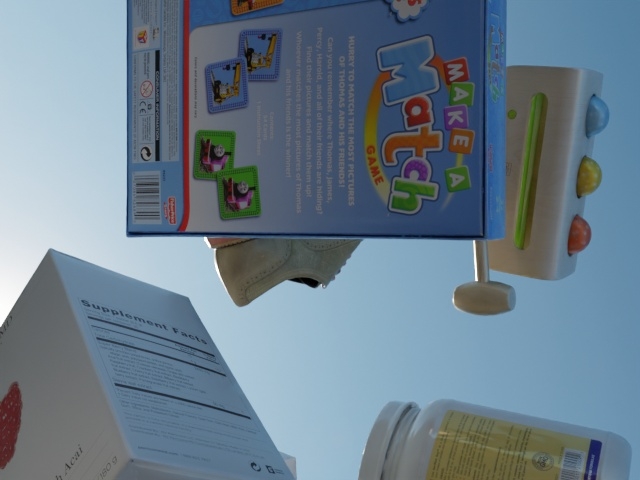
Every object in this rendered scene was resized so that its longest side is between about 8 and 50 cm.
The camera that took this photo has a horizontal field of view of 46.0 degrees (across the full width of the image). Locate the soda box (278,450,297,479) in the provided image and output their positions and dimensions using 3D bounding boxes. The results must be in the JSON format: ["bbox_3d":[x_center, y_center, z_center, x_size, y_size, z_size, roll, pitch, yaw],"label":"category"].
[{"bbox_3d":[-0.145,0.413,1.263,0.073,0.216,0.069,0,-86,52],"label":"soda box"}]

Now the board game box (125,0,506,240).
[{"bbox_3d":[-0.011,-0.080,0.394,0.211,0.039,0.160,1,-89,29],"label":"board game box"}]

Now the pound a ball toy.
[{"bbox_3d":[0.286,-0.064,0.987,0.135,0.208,0.320,10,-79,31],"label":"pound a ball toy"}]

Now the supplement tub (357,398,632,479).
[{"bbox_3d":[0.237,0.352,1.030,0.331,0.241,0.241,7,-69,25],"label":"supplement tub"}]

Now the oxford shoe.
[{"bbox_3d":[0.000,0.000,1.064,0.123,0.348,0.130,-9,-84,58],"label":"oxford shoe"}]

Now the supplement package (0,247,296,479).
[{"bbox_3d":[-0.186,0.173,0.686,0.178,0.175,0.293,-55,-139,10],"label":"supplement package"}]
